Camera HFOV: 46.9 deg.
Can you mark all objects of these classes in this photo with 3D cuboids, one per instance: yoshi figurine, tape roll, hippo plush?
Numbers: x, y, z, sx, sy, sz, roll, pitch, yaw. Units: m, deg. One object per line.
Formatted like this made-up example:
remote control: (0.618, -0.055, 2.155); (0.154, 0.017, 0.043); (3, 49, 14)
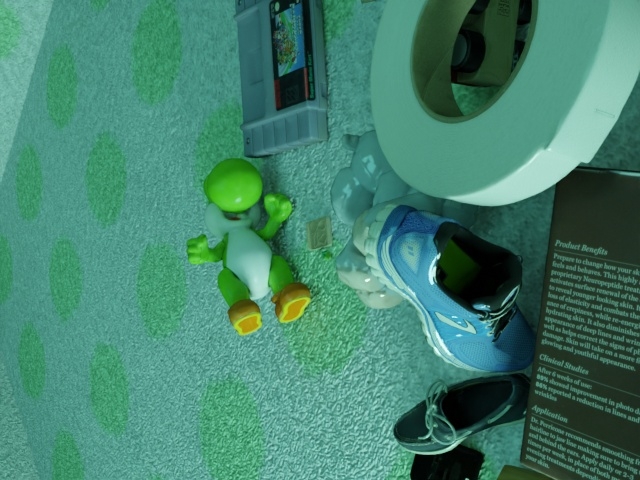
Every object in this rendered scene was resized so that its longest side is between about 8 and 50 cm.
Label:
yoshi figurine: (-0.151, -0.015, 1.452); (0.203, 0.204, 0.362); (-37, 60, 26)
tape roll: (0.198, -0.233, 0.868); (0.392, 0.072, 0.392); (-19, 67, 55)
hippo plush: (0.097, -0.067, 1.110); (0.236, 0.234, 0.294); (54, 129, 33)

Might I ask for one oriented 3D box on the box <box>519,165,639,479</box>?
box: (0.371, 0.109, 0.872); (0.191, 0.143, 0.381); (15, 104, 49)

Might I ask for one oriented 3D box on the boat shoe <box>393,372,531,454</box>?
boat shoe: (0.200, 0.253, 1.085); (0.254, 0.079, 0.095); (-24, 52, 39)

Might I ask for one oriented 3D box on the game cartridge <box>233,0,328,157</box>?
game cartridge: (-0.082, -0.354, 1.448); (0.230, 0.068, 0.355); (-8, 85, 53)

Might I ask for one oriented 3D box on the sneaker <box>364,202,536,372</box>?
sneaker: (0.198, 0.080, 0.949); (0.147, 0.330, 0.129); (9, 63, 52)

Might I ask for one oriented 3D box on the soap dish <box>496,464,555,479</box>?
soap dish: (0.320, 0.464, 0.954); (0.229, 0.118, 0.290); (2, 93, 49)

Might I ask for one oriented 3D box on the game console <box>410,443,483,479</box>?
game console: (0.198, 0.360, 1.174); (0.107, 0.071, 0.122); (17, 107, 17)

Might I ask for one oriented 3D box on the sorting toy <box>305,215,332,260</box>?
sorting toy: (0.000, 0.000, 1.394); (0.062, 0.012, 0.083); (-15, 77, 44)

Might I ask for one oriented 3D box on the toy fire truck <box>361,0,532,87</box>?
toy fire truck: (0.177, -0.341, 1.091); (0.246, 0.159, 0.217); (18, 105, 60)
